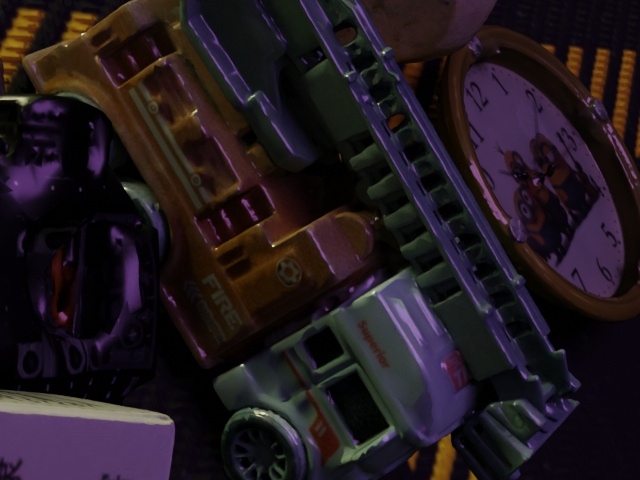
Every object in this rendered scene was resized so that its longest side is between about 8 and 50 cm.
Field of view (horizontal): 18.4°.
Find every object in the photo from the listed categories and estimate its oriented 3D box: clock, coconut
[{"bbox_3d":[0.151,-0.041,1.397,0.237,0.057,0.237,31,43,-34],"label":"clock"},{"bbox_3d":[0.050,-0.201,1.305,0.161,0.161,0.162,45,38,-19],"label":"coconut"}]

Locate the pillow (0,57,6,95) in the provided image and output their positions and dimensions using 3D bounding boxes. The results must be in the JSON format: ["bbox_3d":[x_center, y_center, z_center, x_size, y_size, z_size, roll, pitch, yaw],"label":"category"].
[{"bbox_3d":[-0.231,-0.063,0.976,0.203,0.038,0.113,13,58,-47],"label":"pillow"}]

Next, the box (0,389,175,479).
[{"bbox_3d":[-0.213,0.152,0.732,0.330,0.095,0.210,10,86,-47],"label":"box"}]

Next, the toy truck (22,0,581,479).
[{"bbox_3d":[0.000,0.000,1.080,0.338,0.184,0.133,59,37,0],"label":"toy truck"}]

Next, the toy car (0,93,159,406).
[{"bbox_3d":[-0.194,0.022,0.896,0.301,0.118,0.193,9,79,-51],"label":"toy car"}]
